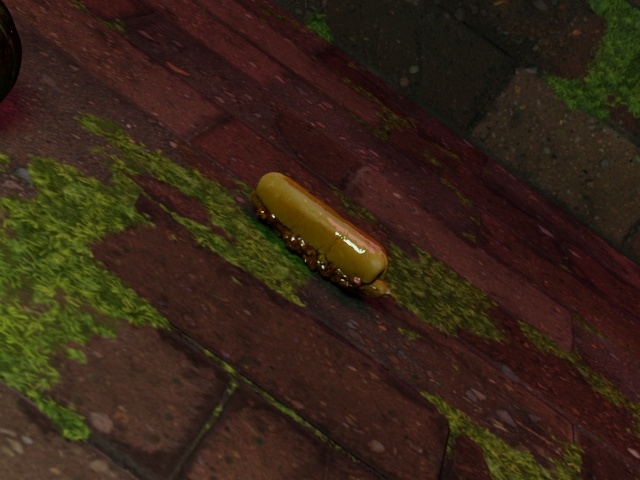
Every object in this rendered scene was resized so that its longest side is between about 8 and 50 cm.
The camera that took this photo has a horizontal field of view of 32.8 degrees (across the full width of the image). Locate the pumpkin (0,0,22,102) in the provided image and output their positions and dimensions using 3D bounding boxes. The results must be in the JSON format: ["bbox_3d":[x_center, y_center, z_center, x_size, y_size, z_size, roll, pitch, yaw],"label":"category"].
[{"bbox_3d":[-0.451,-0.239,1.220,0.238,0.159,0.238,34,23,-17],"label":"pumpkin"}]

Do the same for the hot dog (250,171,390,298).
[{"bbox_3d":[0.000,0.000,1.523,0.249,0.102,0.076,38,61,13],"label":"hot dog"}]
